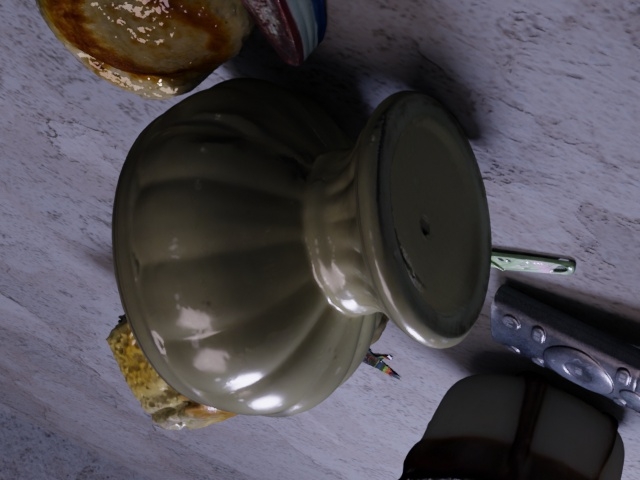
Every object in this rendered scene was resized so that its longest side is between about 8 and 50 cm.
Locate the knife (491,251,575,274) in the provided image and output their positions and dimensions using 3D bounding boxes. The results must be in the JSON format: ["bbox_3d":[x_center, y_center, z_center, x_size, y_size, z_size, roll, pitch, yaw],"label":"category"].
[{"bbox_3d":[0.167,0.018,1.409,0.207,0.014,0.030,5,150,40],"label":"knife"}]

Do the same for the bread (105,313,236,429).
[{"bbox_3d":[-0.160,0.179,1.967,0.262,0.163,0.204,20,152,-25],"label":"bread"}]

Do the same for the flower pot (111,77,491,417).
[{"bbox_3d":[0.000,0.000,1.204,0.244,0.307,0.307,-8,143,32],"label":"flower pot"}]

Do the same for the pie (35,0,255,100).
[{"bbox_3d":[-0.153,-0.192,1.186,0.179,0.084,0.205,33,155,-17],"label":"pie"}]

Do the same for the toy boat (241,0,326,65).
[{"bbox_3d":[-0.045,-0.211,1.077,0.080,0.046,0.229,10,152,26],"label":"toy boat"}]

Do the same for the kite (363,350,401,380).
[{"bbox_3d":[0.064,0.153,1.853,0.090,0.004,0.122,3,150,45],"label":"kite"}]

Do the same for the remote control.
[{"bbox_3d":[0.343,0.154,1.410,0.377,0.044,0.107,26,153,22],"label":"remote control"}]

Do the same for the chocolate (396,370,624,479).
[{"bbox_3d":[0.238,0.266,1.668,0.283,0.186,0.284,17,149,10],"label":"chocolate"}]
